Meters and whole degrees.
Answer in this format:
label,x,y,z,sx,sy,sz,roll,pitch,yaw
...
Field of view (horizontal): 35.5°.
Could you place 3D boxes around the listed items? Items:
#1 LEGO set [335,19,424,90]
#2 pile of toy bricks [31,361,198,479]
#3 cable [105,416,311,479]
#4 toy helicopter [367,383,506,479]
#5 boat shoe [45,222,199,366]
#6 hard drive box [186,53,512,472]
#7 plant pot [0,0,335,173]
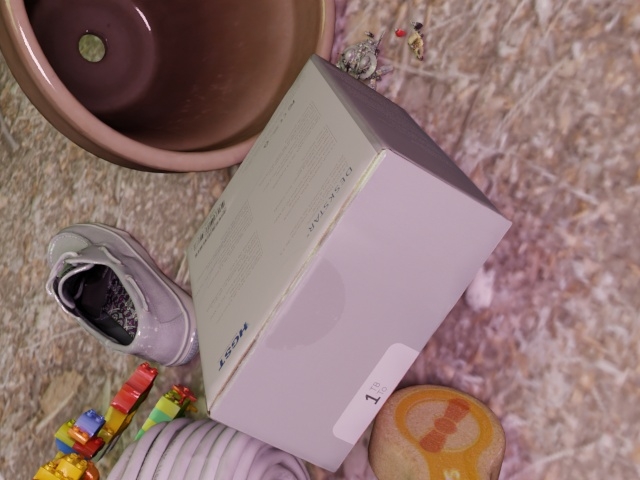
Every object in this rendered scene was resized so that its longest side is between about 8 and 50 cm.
label,x,y,z,sx,sy,sz,roll,pitch,yaw
LEGO set,0.040,-0.141,0.755,0.083,0.023,0.054,-36,57,30
pile of toy bricks,-0.126,0.148,0.729,0.118,0.212,0.105,33,93,2
cable,-0.056,0.232,0.581,0.089,0.257,0.257,-7,98,12
toy helicopter,0.058,0.197,0.494,0.355,0.235,0.140,-94,8,-59
boat shoe,-0.191,0.037,0.874,0.227,0.081,0.079,30,99,42
hard drive box,0.000,0.000,0.640,0.181,0.089,0.232,-56,20,15
plant pot,-0.152,-0.177,0.816,0.229,0.263,0.263,-5,74,61
